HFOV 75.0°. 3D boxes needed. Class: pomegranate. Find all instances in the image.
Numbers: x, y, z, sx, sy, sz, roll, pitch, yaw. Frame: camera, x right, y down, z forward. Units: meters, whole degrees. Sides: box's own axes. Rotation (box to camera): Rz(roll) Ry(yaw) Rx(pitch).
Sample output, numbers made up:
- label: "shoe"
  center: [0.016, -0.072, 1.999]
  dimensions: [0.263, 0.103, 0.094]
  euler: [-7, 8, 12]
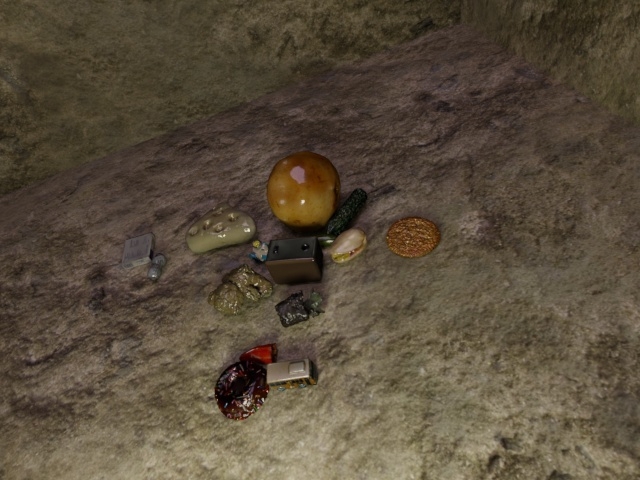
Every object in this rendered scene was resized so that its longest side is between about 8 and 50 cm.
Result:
- label: "pomegranate"
  center: [-0.090, -0.242, 2.106]
  dimensions: [0.416, 0.417, 0.417]
  euler: [-9, 47, 10]

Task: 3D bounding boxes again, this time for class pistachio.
- label: "pistachio"
  center: [0.131, 0.023, 1.963]
  dimensions: [0.200, 0.117, 0.145]
  euler: [-39, 40, -8]

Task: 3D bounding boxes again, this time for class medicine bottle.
- label: "medicine bottle"
  center: [-1.028, 0.055, 2.353]
  dimensions: [0.171, 0.052, 0.201]
  euler: [-18, 47, 2]

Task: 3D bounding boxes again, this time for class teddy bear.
- label: "teddy bear"
  center: [-0.384, 0.231, 1.917]
  dimensions: [0.266, 0.156, 0.256]
  euler: [18, 58, 29]

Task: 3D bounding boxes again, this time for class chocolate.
- label: "chocolate"
  center: [-0.866, 0.139, 2.212]
  dimensions: [0.072, 0.072, 0.167]
  euler: [-7, 48, 12]

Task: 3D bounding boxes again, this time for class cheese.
- label: "cheese"
  center: [-0.539, -0.039, 2.226]
  dimensions: [0.350, 0.130, 0.328]
  euler: [28, 60, 37]

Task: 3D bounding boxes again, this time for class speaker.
- label: "speaker"
  center: [-0.112, 0.090, 1.928]
  dimensions: [0.230, 0.193, 0.153]
  euler: [-5, 47, 12]

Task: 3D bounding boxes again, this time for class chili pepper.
- label: "chili pepper"
  center: [-0.263, 0.477, 1.725]
  dimensions: [0.168, 0.065, 0.088]
  euler: [-11, 72, 18]

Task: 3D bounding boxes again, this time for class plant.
- label: "plant"
  center: [-0.087, 0.287, 1.774]
  dimensions: [0.203, 0.131, 0.143]
  euler: [-27, 76, -19]

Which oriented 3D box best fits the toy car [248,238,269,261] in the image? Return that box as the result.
- label: "toy car"
  center: [-0.264, 0.067, 2.065]
  dimensions: [0.161, 0.126, 0.098]
  euler: [14, 77, 16]

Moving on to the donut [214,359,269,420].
- label: "donut"
  center: [-0.308, 0.570, 1.621]
  dimensions: [0.234, 0.089, 0.235]
  euler: [-14, 41, 13]

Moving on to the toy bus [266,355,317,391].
- label: "toy bus"
  center: [-0.109, 0.512, 1.605]
  dimensions: [0.181, 0.103, 0.091]
  euler: [-11, 47, 8]

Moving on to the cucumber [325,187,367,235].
- label: "cucumber"
  center: [0.127, -0.132, 2.084]
  dimensions: [0.096, 0.096, 0.359]
  euler: [12, 45, 27]

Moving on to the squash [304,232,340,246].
- label: "squash"
  center: [0.000, 0.000, 2.060]
  dimensions: [0.251, 0.066, 0.066]
  euler: [-5, 48, 15]

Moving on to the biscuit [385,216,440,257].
- label: "biscuit"
  center: [0.432, -0.022, 1.960]
  dimensions: [0.253, 0.035, 0.254]
  euler: [-10, 47, 10]
